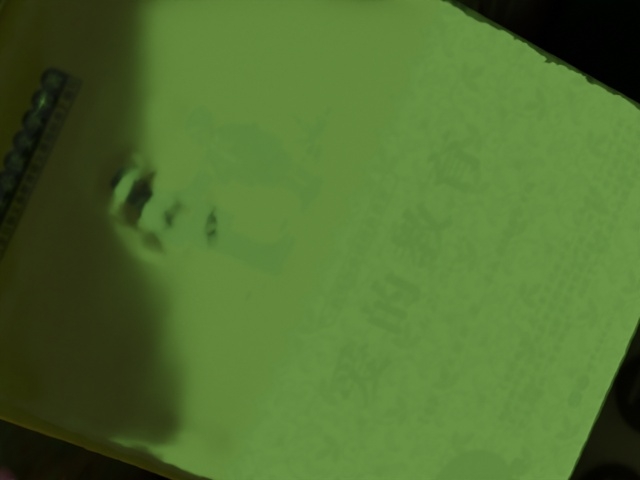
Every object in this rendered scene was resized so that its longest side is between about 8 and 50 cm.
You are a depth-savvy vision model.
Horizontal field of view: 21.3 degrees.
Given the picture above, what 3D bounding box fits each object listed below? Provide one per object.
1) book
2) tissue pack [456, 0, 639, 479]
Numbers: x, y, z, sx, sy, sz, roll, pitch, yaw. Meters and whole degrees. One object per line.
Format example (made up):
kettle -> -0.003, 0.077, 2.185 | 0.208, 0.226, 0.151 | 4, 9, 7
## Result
book -> 0.000, 0.000, 0.362 | 0.172, 0.012, 0.118 | 24, 90, -29
tissue pack -> 0.131, -0.030, 0.534 | 0.266, 0.194, 0.356 | -10, 123, -66
